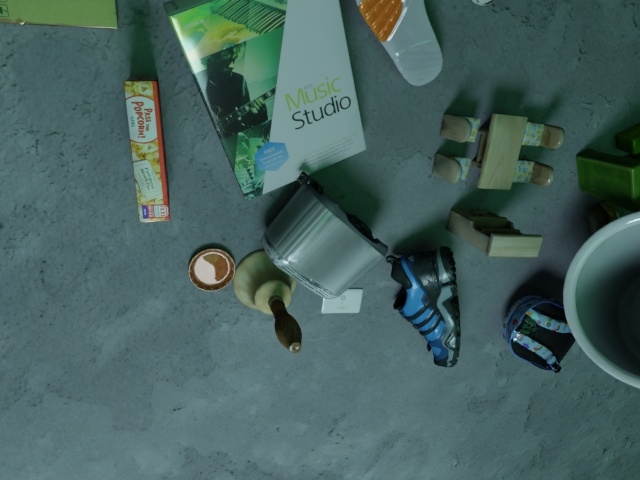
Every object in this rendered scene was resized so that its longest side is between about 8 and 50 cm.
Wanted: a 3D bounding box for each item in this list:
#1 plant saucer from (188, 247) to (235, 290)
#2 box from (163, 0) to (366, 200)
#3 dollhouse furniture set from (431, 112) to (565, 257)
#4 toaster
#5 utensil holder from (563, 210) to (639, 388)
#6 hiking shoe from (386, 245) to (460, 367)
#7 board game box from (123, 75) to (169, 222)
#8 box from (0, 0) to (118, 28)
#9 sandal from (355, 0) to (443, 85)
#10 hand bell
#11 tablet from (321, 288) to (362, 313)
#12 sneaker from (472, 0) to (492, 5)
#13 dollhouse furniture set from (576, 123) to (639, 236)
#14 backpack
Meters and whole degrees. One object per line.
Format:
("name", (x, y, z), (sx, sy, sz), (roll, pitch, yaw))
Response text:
("plant saucer", (-0.197, 0.052, 0.912), (0.083, 0.013, 0.084), (-6, 112, -15))
("box", (-0.064, -0.235, 0.768), (0.232, 0.058, 0.322), (-25, 134, -7))
("dollhouse furniture set", (0.341, -0.109, 0.939), (0.212, 0.161, 0.242), (1, 110, -18))
("toaster", (0.000, 0.000, 0.885), (0.146, 0.129, 0.227), (-48, 127, 7))
("utensil holder", (0.719, 0.140, 1.007), (0.385, 0.327, 0.328), (18, 105, -45))
("hiking shoe", (0.222, 0.141, 1.046), (0.131, 0.113, 0.304), (-4, 121, 16))
("board game box", (-0.256, -0.141, 0.748), (0.045, 0.147, 0.194), (-5, 112, -15))
("box", (-0.370, -0.400, 0.683), (0.164, 0.021, 0.201), (-4, 110, -17))
("sandal", (0.122, -0.370, 0.828), (0.101, 0.076, 0.265), (-29, 138, 11))
("hand bell", (-0.073, 0.116, 0.849), (0.126, 0.242, 0.126), (-6, 111, -15))
("tablet", (0.044, 0.123, 1.020), (0.083, 0.006, 0.054), (1, 109, -18))
("sneaker", (0.272, -0.434, 0.864), (0.083, 0.037, 0.032), (22, 100, -25))
("dollhouse furniture set", (0.693, -0.072, 1.070), (0.197, 0.151, 0.302), (-24, 115, -7))
("backpack", (0.480, 0.195, 1.122), (0.173, 0.117, 0.158), (23, 102, -24))
